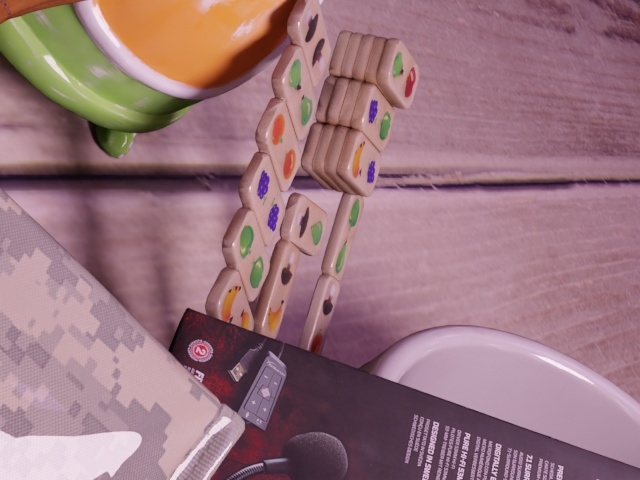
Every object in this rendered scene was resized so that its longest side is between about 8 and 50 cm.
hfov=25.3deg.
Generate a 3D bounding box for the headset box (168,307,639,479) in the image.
[{"bbox_3d":[0.036,0.188,0.645,0.293,0.110,0.218,21,55,-5],"label":"headset box"}]

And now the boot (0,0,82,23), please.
[{"bbox_3d":[-0.149,-0.092,0.643,0.280,0.096,0.264,-26,78,-27],"label":"boot"}]

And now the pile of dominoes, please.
[{"bbox_3d":[0.000,0.000,0.838,0.196,0.040,0.251,38,66,-69],"label":"pile of dominoes"}]

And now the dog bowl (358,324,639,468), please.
[{"bbox_3d":[0.133,0.195,0.870,0.349,0.102,0.348,25,33,-18],"label":"dog bowl"}]

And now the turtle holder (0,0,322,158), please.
[{"bbox_3d":[-0.096,-0.227,0.851,0.243,0.227,0.320,47,32,-30],"label":"turtle holder"}]

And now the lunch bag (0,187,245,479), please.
[{"bbox_3d":[-0.202,0.097,0.430,0.235,0.169,0.287,47,59,-26],"label":"lunch bag"}]
